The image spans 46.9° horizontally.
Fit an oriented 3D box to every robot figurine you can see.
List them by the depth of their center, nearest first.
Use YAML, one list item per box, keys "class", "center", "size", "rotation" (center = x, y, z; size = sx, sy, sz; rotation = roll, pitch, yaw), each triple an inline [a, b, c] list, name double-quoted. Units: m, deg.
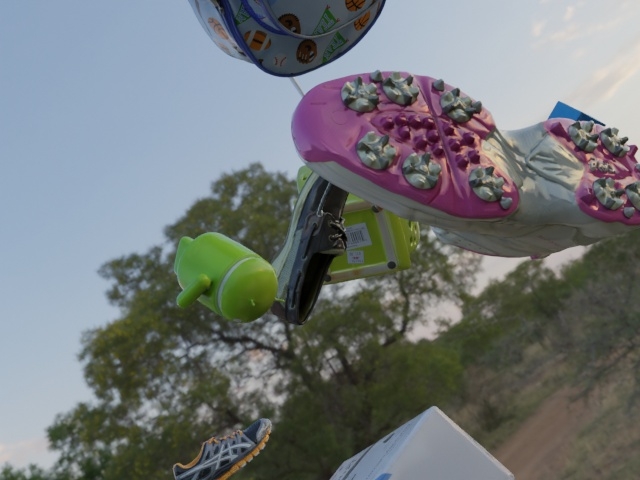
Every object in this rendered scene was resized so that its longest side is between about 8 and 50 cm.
- class: "robot figurine"
  center: [-0.088, 0.035, 0.697]
  size: [0.101, 0.115, 0.067]
  rotation: [-4, -64, -53]

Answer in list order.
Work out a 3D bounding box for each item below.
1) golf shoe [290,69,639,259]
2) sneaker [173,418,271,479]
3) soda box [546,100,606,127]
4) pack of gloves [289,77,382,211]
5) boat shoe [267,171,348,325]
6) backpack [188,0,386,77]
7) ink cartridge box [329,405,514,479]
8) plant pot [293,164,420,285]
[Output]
- class: "golf shoe"
  center: [0.108, -0.037, 0.568]
  size: [0.306, 0.115, 0.140]
  rotation: [11, -30, -23]
- class: "sneaker"
  center: [-0.185, 0.406, 1.410]
  size: [0.215, 0.083, 0.084]
  rotation: [-36, -4, -24]
- class: "soda box"
  center: [0.411, -0.134, 1.314]
  size: [0.067, 0.071, 0.210]
  rotation: [18, -71, -27]
- class: "pack of gloves"
  center: [0.029, -0.176, 1.147]
  size: [0.046, 0.232, 0.195]
  rotation: [-34, -26, 3]
- class: "boat shoe"
  center: [-0.001, 0.000, 0.912]
  size: [0.080, 0.073, 0.223]
  rotation: [13, -76, -62]
- class: "backpack"
  center: [-0.036, -0.320, 0.806]
  size: [0.277, 0.213, 0.263]
  rotation: [-32, -45, -12]
- class: "ink cartridge box"
  center: [0.081, 0.460, 1.155]
  size: [0.285, 0.166, 0.395]
  rotation: [-44, -7, -33]
- class: "plant pot"
  center: [0.072, -0.042, 1.513]
  size: [0.228, 0.227, 0.207]
  rotation: [-11, 23, 14]
